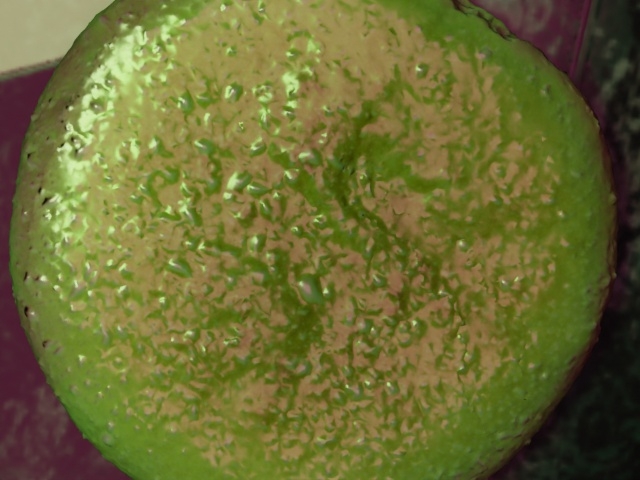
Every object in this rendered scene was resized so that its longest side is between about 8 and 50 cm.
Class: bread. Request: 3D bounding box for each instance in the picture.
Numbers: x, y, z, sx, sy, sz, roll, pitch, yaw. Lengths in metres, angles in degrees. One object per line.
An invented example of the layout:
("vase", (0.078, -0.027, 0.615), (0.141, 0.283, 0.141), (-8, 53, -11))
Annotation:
("bread", (-0.005, 0.004, 0.782), (0.301, 0.045, 0.301), (-1, 96, -5))
